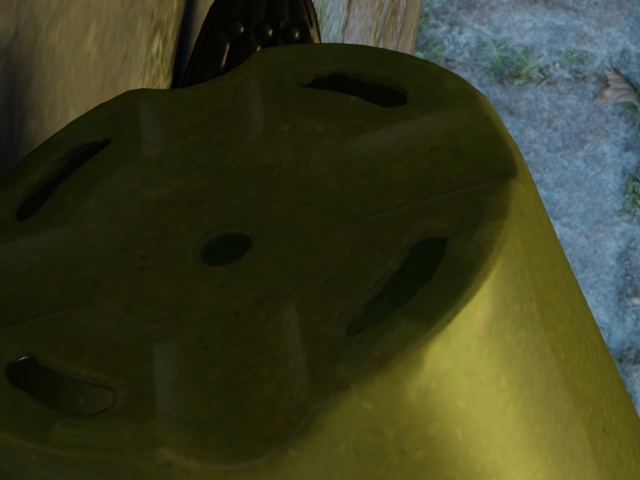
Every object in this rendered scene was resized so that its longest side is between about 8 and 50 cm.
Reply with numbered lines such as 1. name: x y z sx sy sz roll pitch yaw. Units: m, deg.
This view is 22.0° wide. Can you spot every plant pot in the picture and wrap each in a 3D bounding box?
1. plant pot: 0.002 0.085 0.549 0.276 0.276 0.254 -74 151 -46

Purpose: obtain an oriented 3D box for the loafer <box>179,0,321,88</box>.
1. loafer: -0.043 -0.032 0.845 0.078 0.076 0.223 -103 -161 -68
